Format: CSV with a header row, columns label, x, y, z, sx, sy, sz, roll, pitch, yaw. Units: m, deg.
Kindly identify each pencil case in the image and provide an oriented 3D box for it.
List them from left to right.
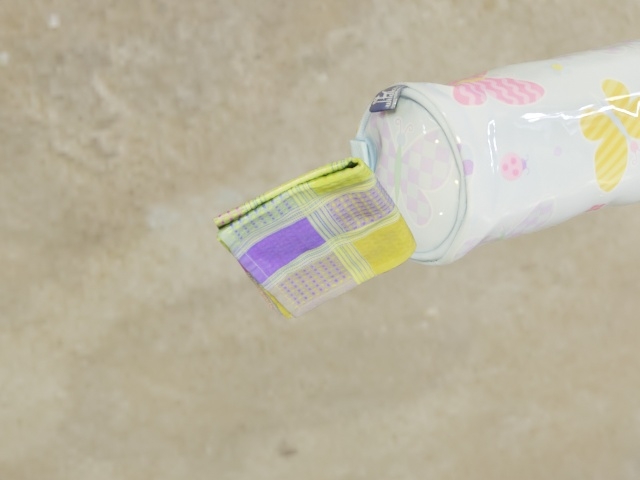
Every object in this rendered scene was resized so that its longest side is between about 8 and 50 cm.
label,x,y,z,sx,sy,sz,roll,pitch,yaw
pencil case,0.153,-0.064,1.164,0.273,0.113,0.124,-15,-175,-31

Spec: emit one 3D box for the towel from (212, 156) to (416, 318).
label,x,y,z,sx,sy,sz,roll,pitch,yaw
towel,0.000,0.000,0.650,0.060,0.009,0.083,-25,152,4
